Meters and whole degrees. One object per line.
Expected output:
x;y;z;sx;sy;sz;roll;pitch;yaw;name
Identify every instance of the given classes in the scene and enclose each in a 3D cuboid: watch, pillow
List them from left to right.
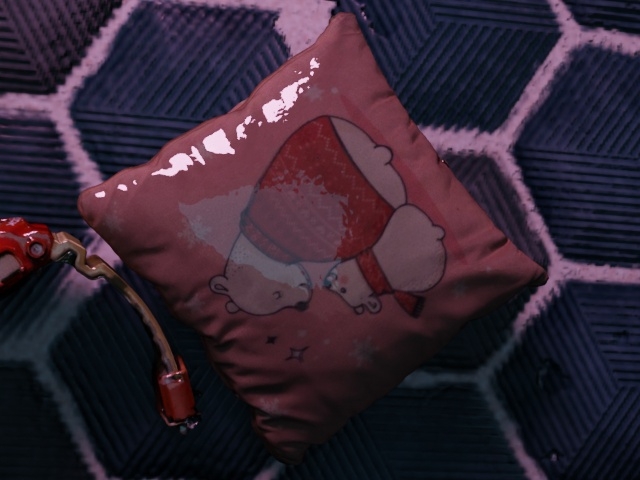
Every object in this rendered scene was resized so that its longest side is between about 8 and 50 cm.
-0.156;0.113;0.651;0.165;0.102;0.268;-41;104;-8;watch
0.000;0.000;0.671;0.223;0.084;0.236;-39;99;-9;pillow
